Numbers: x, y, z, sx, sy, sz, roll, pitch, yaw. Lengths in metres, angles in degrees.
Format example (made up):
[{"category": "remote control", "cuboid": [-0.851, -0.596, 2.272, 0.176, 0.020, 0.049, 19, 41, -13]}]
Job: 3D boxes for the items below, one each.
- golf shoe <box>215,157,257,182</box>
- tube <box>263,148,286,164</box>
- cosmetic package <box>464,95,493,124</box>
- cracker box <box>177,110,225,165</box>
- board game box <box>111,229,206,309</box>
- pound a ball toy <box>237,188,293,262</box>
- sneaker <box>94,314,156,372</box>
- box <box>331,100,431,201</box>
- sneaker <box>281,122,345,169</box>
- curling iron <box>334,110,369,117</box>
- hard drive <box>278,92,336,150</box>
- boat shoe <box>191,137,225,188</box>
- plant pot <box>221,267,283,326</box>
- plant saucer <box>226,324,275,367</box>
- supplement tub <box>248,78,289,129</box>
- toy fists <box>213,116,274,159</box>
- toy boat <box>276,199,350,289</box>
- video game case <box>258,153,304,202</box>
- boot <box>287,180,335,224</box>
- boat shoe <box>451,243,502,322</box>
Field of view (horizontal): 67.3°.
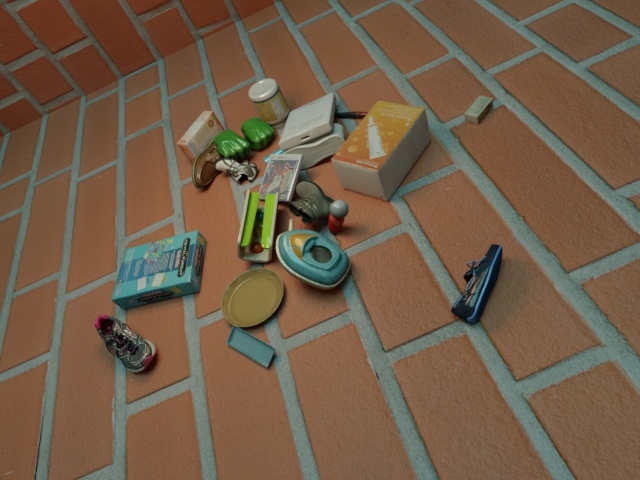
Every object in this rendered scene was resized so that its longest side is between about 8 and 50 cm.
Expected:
[{"category": "golf shoe", "cuboid": [-0.377, -0.304, 2.107, 0.198, 0.077, 0.094, 6, 66, 14]}, {"category": "tube", "cuboid": [-0.149, -0.389, 2.098, 0.207, 0.080, 0.052, -31, 75, 3]}, {"category": "cosmetic package", "cuboid": [0.621, -0.512, 1.887, 0.060, 0.041, 0.115, 29, 69, 37]}, {"category": "cracker box", "cuboid": [-0.556, -0.479, 2.281, 0.067, 0.155, 0.232, 12, 59, 30]}, {"category": "board game box", "cuboid": [-0.627, 0.114, 1.888, 0.336, 0.079, 0.253, -13, 49, 12]}, {"category": "pound a ball toy", "cuboid": [-0.194, -0.030, 1.810, 0.208, 0.135, 0.319, 6, 52, -5]}, {"category": "sneaker", "cuboid": [-0.698, 0.364, 1.697, 0.299, 0.112, 0.121, 21, 64, 34]}, {"category": "box", "cuboid": [0.237, -0.347, 1.832, 0.215, 0.168, 0.345, 21, 64, 34]}, {"category": "sneaker", "cuboid": [-0.030, -0.404, 2.051, 0.293, 0.108, 0.169, -16, 34, 16]}, {"category": "curling iron", "cuboid": [0.170, -0.543, 2.106, 0.274, 0.035, 0.068, 17, 62, 32]}, {"category": "hard drive", "cuboid": [-0.050, -0.521, 2.094, 0.233, 0.047, 0.353, -19, 32, 18]}, {"category": "boat shoe", "cuboid": [-0.489, -0.366, 2.192, 0.104, 0.110, 0.307, -2, 53, 23]}, {"category": "plant pot", "cuboid": [-0.235, 0.202, 1.684, 0.236, 0.032, 0.236, -11, 51, 14]}, {"category": "plant saucer", "cuboid": [-0.225, 0.343, 1.564, 0.192, 0.018, 0.067, 20, 86, 34]}, {"category": "supplement tub", "cuboid": [-0.233, -0.631, 2.236, 0.144, 0.199, 0.144, -11, 50, 14]}, {"category": "toy fists", "cuboid": [-0.337, -0.452, 2.181, 0.279, 0.096, 0.142, -32, 58, -26]}, {"category": "toy boat", "cuboid": [0.000, 0.000, 1.638, 0.267, 0.148, 0.318, 27, 55, 9]}, {"category": "video game case", "cuboid": [-0.164, -0.257, 1.959, 0.183, 0.023, 0.201, 9, 80, 40]}, {"category": "boot", "cuboid": [-0.058, -0.149, 1.806, 0.161, 0.083, 0.246, -14, 39, -36]}, {"category": "boat shoe", "cuboid": [0.459, 0.112, 1.415, 0.089, 0.109, 0.258, 15, 58, 36]}]
